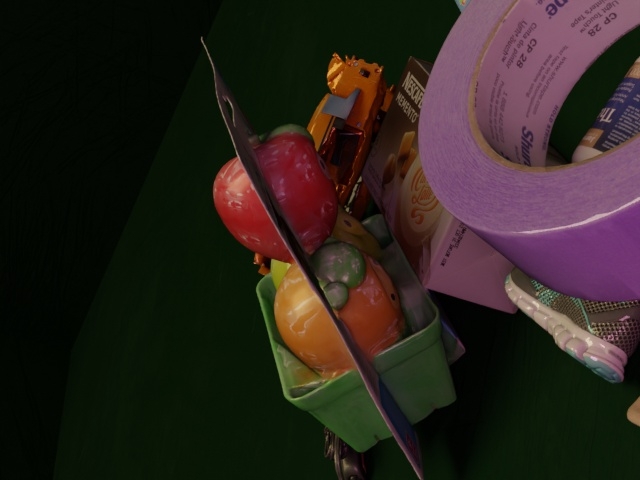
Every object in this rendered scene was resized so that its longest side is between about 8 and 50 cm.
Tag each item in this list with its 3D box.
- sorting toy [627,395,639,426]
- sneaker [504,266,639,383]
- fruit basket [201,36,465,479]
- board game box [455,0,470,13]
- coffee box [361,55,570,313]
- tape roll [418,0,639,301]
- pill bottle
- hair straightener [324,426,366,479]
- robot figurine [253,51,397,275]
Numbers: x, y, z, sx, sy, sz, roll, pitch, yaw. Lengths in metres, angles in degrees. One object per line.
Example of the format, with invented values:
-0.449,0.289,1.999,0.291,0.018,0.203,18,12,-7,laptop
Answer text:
0.273,0.034,0.657,0.208,0.038,0.193,-69,18,0,sorting toy
0.197,0.043,0.849,0.076,0.065,0.166,-54,24,6,sneaker
0.000,0.000,1.044,0.327,0.165,0.353,-112,-2,-63,fruit basket
0.203,-0.315,1.150,0.160,0.039,0.212,-100,32,-54,board game box
0.129,-0.059,1.050,0.246,0.098,0.141,-112,42,-62,coffee box
0.194,-0.102,0.716,0.274,0.090,0.275,-31,42,32,tape roll
0.218,-0.064,0.795,0.120,0.067,0.067,-56,19,-1,pill bottle
0.014,0.180,1.197,0.047,0.089,0.231,-16,49,22,hair straightener
0.010,-0.060,1.324,0.291,0.085,0.211,-67,-16,0,robot figurine
